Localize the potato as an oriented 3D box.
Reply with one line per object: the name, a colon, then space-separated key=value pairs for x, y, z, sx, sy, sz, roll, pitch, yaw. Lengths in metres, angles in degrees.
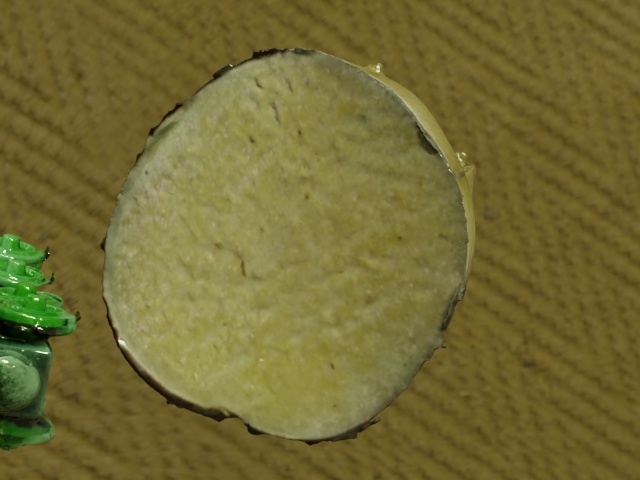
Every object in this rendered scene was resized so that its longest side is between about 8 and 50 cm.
potato: x=0.000 y=0.000 z=0.717 sx=0.182 sy=0.202 sz=0.117 roll=44 pitch=24 yaw=13

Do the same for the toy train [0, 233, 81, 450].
toy train: x=-0.201 y=0.044 z=0.753 sx=0.119 sy=0.251 sz=0.085 roll=10 pitch=95 yaw=-19
